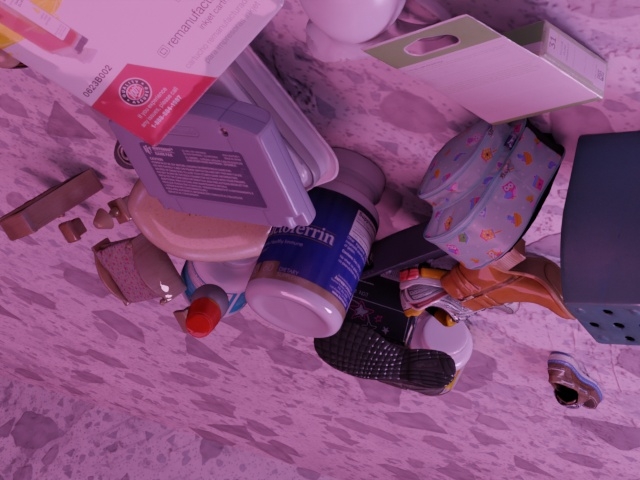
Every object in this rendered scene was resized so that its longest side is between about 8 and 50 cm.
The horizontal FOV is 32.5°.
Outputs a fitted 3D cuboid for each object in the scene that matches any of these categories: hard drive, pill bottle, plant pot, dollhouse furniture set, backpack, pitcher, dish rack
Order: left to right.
[{"bbox_3d":[-0.440,0.065,2.104,0.303,0.174,0.355,-12,111,53],"label":"dollhouse furniture set"},{"bbox_3d":[-0.155,-0.172,1.560,0.333,0.072,0.286,50,146,-18],"label":"dish rack"},{"bbox_3d":[-0.175,0.044,2.041,0.146,0.146,0.264,25,155,-6],"label":"pill bottle"},{"bbox_3d":[0.000,0.000,1.657,0.153,0.264,0.153,18,154,9],"label":"pill bottle"},{"bbox_3d":[0.063,-0.277,1.231,0.178,0.125,0.207,-1,164,3],"label":"pitcher"},{"bbox_3d":[0.176,0.000,1.658,0.172,0.054,0.255,-14,174,-28],"label":"hard drive"},{"bbox_3d":[0.223,0.213,2.084,0.117,0.117,0.215,20,155,7],"label":"pill bottle"},{"bbox_3d":[0.213,-0.062,1.436,0.144,0.188,0.166,30,155,-17],"label":"backpack"},{"bbox_3d":[0.399,0.006,1.365,0.166,0.234,0.166,-1,147,42],"label":"plant pot"}]

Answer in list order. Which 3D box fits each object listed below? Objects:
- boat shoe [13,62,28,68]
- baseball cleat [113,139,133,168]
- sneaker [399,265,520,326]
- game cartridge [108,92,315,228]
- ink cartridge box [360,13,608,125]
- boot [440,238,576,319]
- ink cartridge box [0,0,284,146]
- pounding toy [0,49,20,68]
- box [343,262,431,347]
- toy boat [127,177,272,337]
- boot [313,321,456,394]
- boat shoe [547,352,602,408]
[{"bbox_3d":[-0.398,-0.291,1.626,0.233,0.079,0.084,3,148,33],"label":"boat shoe"},{"bbox_3d":[-0.304,-0.154,1.790,0.206,0.109,0.072,-22,98,49],"label":"baseball cleat"},{"bbox_3d":[0.230,0.102,1.838,0.225,0.092,0.088,8,170,-20],"label":"sneaker"},{"bbox_3d":[-0.156,-0.115,1.516,0.294,0.060,0.196,9,142,38],"label":"game cartridge"},{"bbox_3d":[0.189,-0.210,1.256,0.235,0.056,0.171,24,160,-35],"label":"ink cartridge box"},{"bbox_3d":[0.302,0.080,1.745,0.197,0.073,0.152,43,127,-12],"label":"boot"},{"bbox_3d":[-0.260,-0.326,1.224,0.385,0.160,0.279,33,130,-21],"label":"ink cartridge box"},{"bbox_3d":[-0.516,-0.355,1.540,0.183,0.110,0.237,7,-145,-51],"label":"pounding toy"},{"bbox_3d":[0.054,0.093,1.926,0.247,0.163,0.142,17,158,10],"label":"box"},{"bbox_3d":[-0.188,0.000,1.828,0.268,0.318,0.148,6,-163,3],"label":"toy boat"},{"bbox_3d":[0.100,0.213,1.841,0.247,0.083,0.161,16,163,-1],"label":"boot"},{"bbox_3d":[0.473,0.281,2.073,0.066,0.066,0.183,-2,146,44],"label":"boat shoe"}]
